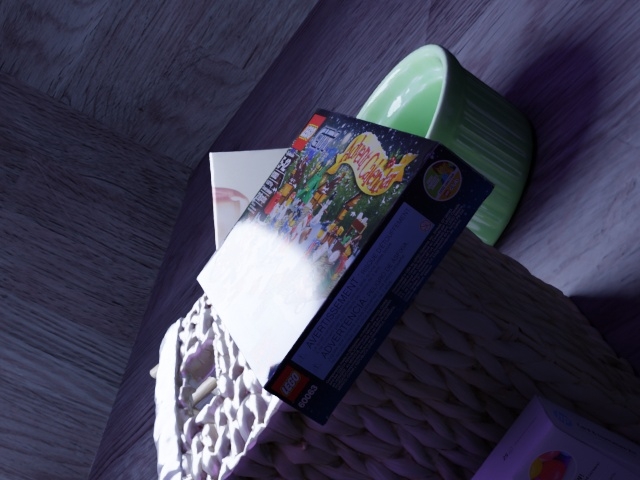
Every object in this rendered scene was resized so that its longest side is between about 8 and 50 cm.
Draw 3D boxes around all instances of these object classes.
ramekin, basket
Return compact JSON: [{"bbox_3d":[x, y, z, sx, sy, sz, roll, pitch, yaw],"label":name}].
[{"bbox_3d":[0.128,-0.078,1.200,0.303,0.148,0.303,-53,20,29],"label":"ramekin"},{"bbox_3d":[0.071,0.133,0.781,0.266,0.331,0.328,-53,19,11],"label":"basket"}]

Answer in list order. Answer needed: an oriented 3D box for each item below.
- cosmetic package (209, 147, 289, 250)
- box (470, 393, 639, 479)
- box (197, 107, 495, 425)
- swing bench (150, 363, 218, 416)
[{"bbox_3d":[-0.071,0.020,1.323,0.153,0.129,0.296,-37,-56,-83],"label":"cosmetic package"},{"bbox_3d":[0.173,0.197,0.606,0.145,0.186,0.038,-58,18,17],"label":"box"},{"bbox_3d":[0.000,0.000,0.607,0.159,0.044,0.233,-55,20,1],"label":"box"},{"bbox_3d":[-0.132,0.183,1.550,0.254,0.165,0.253,-57,17,0],"label":"swing bench"}]
